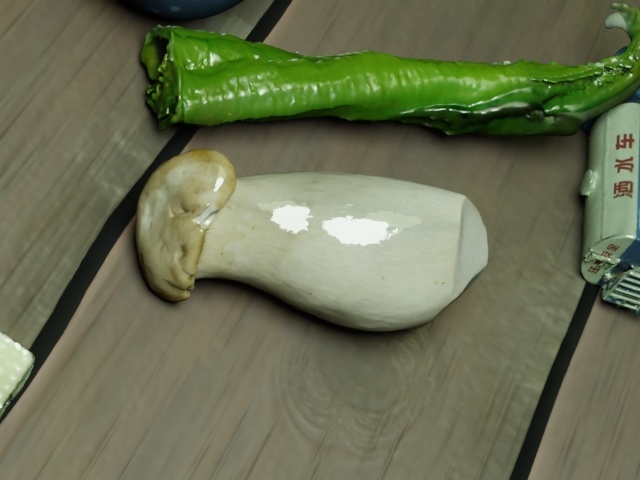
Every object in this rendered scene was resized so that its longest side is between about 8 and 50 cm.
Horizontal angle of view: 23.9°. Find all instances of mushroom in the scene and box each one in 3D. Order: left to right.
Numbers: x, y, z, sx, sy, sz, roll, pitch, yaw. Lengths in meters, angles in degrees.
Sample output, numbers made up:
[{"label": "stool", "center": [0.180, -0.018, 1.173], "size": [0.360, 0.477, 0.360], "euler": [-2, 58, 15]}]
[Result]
[{"label": "mushroom", "center": [0.000, 0.001, 0.877], "size": [0.212, 0.097, 0.088], "euler": [14, 66, -21]}]

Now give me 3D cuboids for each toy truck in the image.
[{"label": "toy truck", "center": [0.223, -0.042, 1.050], "size": [0.088, 0.074, 0.201], "euler": [16, 54, -8]}]

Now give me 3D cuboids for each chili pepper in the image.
[{"label": "chili pepper", "center": [0.061, -0.106, 0.987], "size": [0.359, 0.076, 0.085], "euler": [-4, 44, -22]}]

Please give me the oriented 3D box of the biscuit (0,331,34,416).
[{"label": "biscuit", "center": [-0.254, 0.050, 0.744], "size": [0.199, 0.040, 0.121], "euler": [34, 53, -4]}]

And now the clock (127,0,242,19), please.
[{"label": "clock", "center": [-0.045, -0.238, 0.949], "size": [0.243, 0.199, 0.146], "euler": [-32, 75, -29]}]
